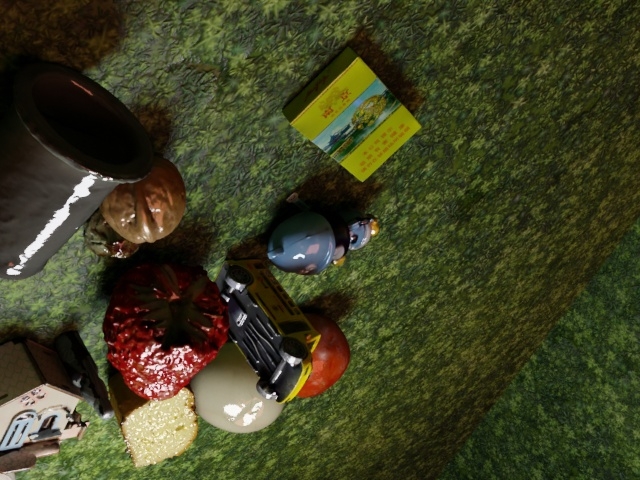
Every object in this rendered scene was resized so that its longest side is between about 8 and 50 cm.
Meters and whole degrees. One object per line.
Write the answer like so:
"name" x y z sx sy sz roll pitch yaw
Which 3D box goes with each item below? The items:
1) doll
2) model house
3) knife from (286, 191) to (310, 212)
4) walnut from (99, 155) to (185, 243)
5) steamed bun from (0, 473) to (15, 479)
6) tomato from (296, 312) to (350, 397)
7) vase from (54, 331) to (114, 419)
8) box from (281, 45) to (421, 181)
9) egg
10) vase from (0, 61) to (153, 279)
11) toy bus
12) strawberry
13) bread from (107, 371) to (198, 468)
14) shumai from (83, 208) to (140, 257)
"doll" 0.000 0.000 2.003 0.314 0.141 0.177 -14 169 -43
"model house" -0.602 0.329 1.805 0.326 0.169 0.244 -1 132 -44
"knife" -0.046 -0.081 1.975 0.027 0.010 0.096 -41 150 6
"walnut" -0.316 -0.073 1.576 0.166 0.149 0.167 -6 128 -7
"steamed bun" -0.784 0.536 1.915 0.231 0.145 0.232 -28 137 -30
"tomato" -0.031 0.305 2.338 0.232 0.189 0.232 -27 146 -20
"vase" -0.479 0.281 1.817 0.059 0.211 0.060 -27 148 -19
"box" 0.073 -0.251 1.835 0.187 0.047 0.335 -43 148 10
"egg" -0.207 0.364 2.197 0.269 0.219 0.219 23 116 -37
"vase" -0.432 -0.086 1.364 0.291 0.245 0.245 -46 149 23
"toy bus" -0.115 0.195 1.965 0.152 0.330 0.144 -8 139 -45
"strawberry" -0.327 0.182 1.827 0.261 0.261 0.257 -9 159 -39
"bread" -0.398 0.378 2.071 0.194 0.179 0.340 -23 149 -19
"shumai" -0.381 -0.002 1.661 0.098 0.087 0.124 -21 147 -28
